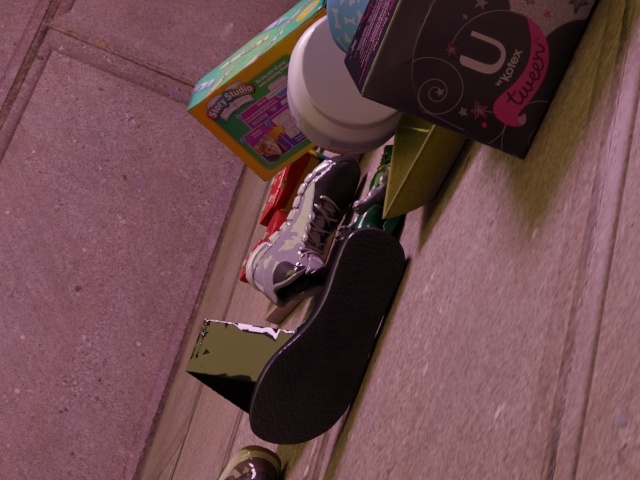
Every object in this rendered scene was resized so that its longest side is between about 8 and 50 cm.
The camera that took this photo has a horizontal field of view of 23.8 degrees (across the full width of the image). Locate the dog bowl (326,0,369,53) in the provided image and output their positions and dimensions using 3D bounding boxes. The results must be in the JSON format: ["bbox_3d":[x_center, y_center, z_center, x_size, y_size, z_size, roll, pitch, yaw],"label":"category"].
[{"bbox_3d":[0.113,-0.278,1.499,0.297,0.074,0.166,-47,-37,-30],"label":"dog bowl"}]

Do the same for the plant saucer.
[{"bbox_3d":[0.130,-0.134,1.607,0.188,0.045,0.188,-79,13,-53],"label":"plant saucer"}]

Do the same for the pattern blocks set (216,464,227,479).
[{"bbox_3d":[-0.171,0.465,2.090,0.285,0.026,0.325,120,169,-45],"label":"pattern blocks set"}]

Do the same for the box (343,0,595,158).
[{"bbox_3d":[0.145,-0.221,1.311,0.142,0.163,0.247,-102,34,-70],"label":"box"}]

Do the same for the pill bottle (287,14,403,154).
[{"bbox_3d":[0.040,-0.193,1.845,0.283,0.160,0.160,150,141,-88],"label":"pill bottle"}]

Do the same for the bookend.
[{"bbox_3d":[-0.053,0.166,1.862,0.157,0.156,0.072,5,67,36],"label":"bookend"}]

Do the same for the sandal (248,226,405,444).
[{"bbox_3d":[0.012,0.106,1.613,0.254,0.097,0.054,-58,8,-5],"label":"sandal"}]

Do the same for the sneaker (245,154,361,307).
[{"bbox_3d":[0.000,0.000,2.082,0.229,0.086,0.132,-54,35,8],"label":"sneaker"}]

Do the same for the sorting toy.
[{"bbox_3d":[-0.037,-0.032,2.303,0.255,0.089,0.257,131,159,-67],"label":"sorting toy"}]

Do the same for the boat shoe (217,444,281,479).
[{"bbox_3d":[-0.118,0.347,1.860,0.223,0.080,0.073,-59,6,28],"label":"boat shoe"}]

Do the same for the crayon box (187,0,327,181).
[{"bbox_3d":[-0.035,-0.223,2.169,0.278,0.165,0.081,-33,27,30],"label":"crayon box"}]

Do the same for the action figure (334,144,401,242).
[{"bbox_3d":[0.057,-0.016,1.746,0.137,0.063,0.232,119,174,-59],"label":"action figure"}]

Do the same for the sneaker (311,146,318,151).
[{"bbox_3d":[0.005,-0.230,2.733,0.073,0.063,0.162,-35,34,43],"label":"sneaker"}]
